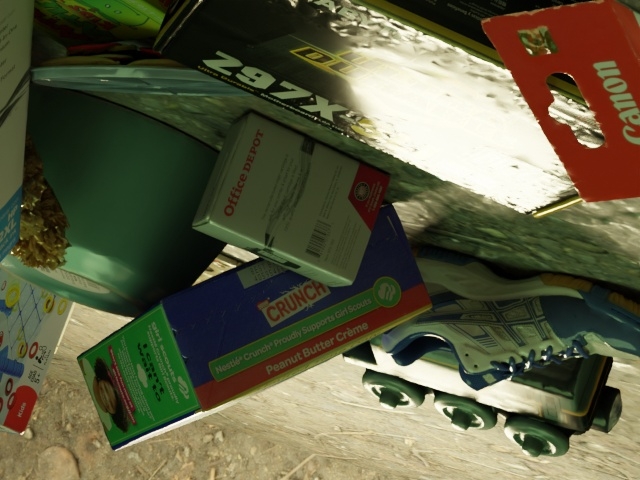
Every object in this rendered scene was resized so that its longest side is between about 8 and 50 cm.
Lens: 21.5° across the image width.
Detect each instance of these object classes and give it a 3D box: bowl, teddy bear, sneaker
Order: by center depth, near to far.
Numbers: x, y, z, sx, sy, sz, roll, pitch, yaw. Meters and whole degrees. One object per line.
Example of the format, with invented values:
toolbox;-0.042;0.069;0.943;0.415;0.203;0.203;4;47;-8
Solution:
teddy bear;-0.323;-0.097;1.504;0.245;0.113;0.338;58;171;18
sneaker;0.202;0.100;1.707;0.296;0.131;0.112;10;162;30
bowl;-0.234;-0.025;1.759;0.311;0.163;0.311;18;166;5

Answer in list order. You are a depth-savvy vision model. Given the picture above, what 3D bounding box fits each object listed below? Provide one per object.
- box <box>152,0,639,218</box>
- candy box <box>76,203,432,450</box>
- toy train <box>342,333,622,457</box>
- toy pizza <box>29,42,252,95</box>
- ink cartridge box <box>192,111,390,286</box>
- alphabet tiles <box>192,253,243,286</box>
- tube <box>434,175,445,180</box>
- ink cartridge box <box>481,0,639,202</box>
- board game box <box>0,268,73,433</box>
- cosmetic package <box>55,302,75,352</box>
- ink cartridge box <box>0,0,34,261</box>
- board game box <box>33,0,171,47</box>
box;0.068;-0.125;1.130;0.322;0.079;0.257;23;168;-13
candy box;-0.074;0.095;1.709;0.268;0.122;0.317;-22;174;-25
toy train;0.171;0.125;1.865;0.334;0.142;0.190;17;154;20
toy pizza;-0.133;-0.137;1.340;0.201;0.032;0.201;2;-179;0
ink cartridge box;-0.028;-0.036;1.537;0.150;0.109;0.063;24;168;-17
alphabet tiles;-0.150;0.047;2.242;0.342;0.011;0.285;23;166;-14
tube;0.020;-0.116;1.299;0.207;0.052;0.080;28;160;-12
ink cartridge box;0.230;-0.069;0.965;0.232;0.066;0.189;-11;140;26
board game box;-0.401;0.026;1.883;0.086;0.308;0.302;9;164;34
cosmetic package;-0.524;0.069;2.638;0.160;0.113;0.309;14;166;22
ink cartridge box;-0.348;-0.116;1.290;0.223;0.129;0.307;24;134;11
board game box;-0.175;-0.191;1.279;0.092;0.043;0.181;29;164;-35
